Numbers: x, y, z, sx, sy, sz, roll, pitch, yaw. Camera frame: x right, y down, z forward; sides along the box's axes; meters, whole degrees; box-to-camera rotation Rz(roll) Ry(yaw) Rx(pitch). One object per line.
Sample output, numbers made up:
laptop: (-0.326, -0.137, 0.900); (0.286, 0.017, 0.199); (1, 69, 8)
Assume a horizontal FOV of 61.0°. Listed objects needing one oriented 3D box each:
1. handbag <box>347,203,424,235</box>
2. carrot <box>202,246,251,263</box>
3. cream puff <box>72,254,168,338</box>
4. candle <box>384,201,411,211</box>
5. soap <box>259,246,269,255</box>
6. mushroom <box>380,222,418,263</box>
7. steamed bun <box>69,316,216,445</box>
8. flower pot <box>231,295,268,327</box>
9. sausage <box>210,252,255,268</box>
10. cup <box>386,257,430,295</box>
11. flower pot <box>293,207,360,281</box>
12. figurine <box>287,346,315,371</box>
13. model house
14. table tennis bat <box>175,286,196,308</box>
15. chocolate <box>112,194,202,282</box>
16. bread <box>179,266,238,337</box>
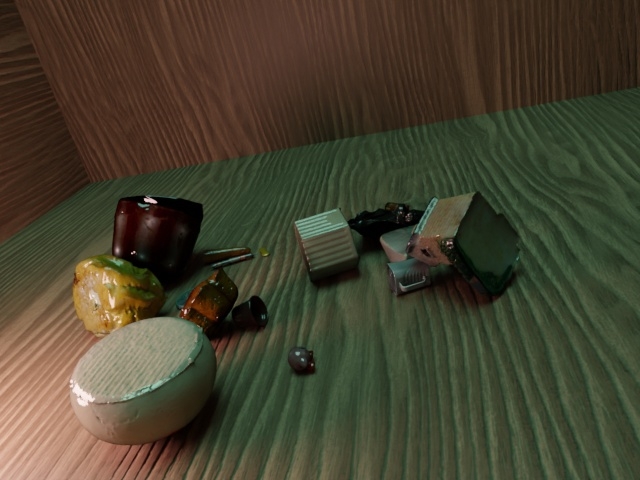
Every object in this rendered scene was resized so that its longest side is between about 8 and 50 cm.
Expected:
handbag: (0.259, -0.078, 2.117); (0.285, 0.114, 0.257); (-3, -2, 22)
carrot: (-0.402, 0.056, 2.351); (0.209, 0.061, 0.061); (-9, 24, -1)
cream puff: (-0.725, 0.193, 1.980); (0.324, 0.291, 0.257); (-18, -7, 41)
candle: (0.344, -0.137, 2.365); (0.052, 0.052, 0.130); (-31, 30, -33)
soap: (-0.241, 0.047, 2.324); (0.034, 0.012, 0.089); (-20, 25, -14)
mushroom: (0.419, -0.013, 1.975); (0.397, 0.126, 0.177); (-21, 27, -21)
steamed bun: (-0.454, 0.384, 1.438); (0.374, 0.241, 0.374); (-7, 25, 3)
flower pot: (-0.241, 0.247, 1.809); (0.089, 0.111, 0.111); (-22, 21, 19)
sausage: (-0.371, 0.087, 2.293); (0.198, 0.025, 0.028); (-17, 40, -7)
cup: (0.291, 0.121, 1.788); (0.129, 0.095, 0.128); (-15, 25, -5)
flower pot: (0.020, 0.017, 1.995); (0.189, 0.209, 0.239); (-18, 39, -8)
figurine: (-0.057, 0.337, 1.541); (0.067, 0.071, 0.083); (-58, 20, 3)
model house: (0.432, 0.012, 1.729); (0.284, 0.298, 0.243); (3, 54, 55)
table tennis bat: (-0.446, 0.217, 2.045); (0.237, 0.038, 0.149); (3, 29, 38)
chocolate: (-0.674, 0.011, 2.246); (0.383, 0.331, 0.384); (0, -12, 0)
bread: (-0.376, 0.223, 1.773); (0.135, 0.247, 0.232); (37, 43, 1)
